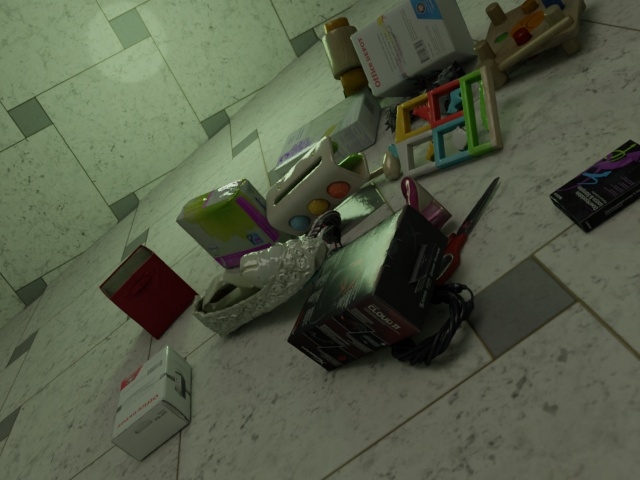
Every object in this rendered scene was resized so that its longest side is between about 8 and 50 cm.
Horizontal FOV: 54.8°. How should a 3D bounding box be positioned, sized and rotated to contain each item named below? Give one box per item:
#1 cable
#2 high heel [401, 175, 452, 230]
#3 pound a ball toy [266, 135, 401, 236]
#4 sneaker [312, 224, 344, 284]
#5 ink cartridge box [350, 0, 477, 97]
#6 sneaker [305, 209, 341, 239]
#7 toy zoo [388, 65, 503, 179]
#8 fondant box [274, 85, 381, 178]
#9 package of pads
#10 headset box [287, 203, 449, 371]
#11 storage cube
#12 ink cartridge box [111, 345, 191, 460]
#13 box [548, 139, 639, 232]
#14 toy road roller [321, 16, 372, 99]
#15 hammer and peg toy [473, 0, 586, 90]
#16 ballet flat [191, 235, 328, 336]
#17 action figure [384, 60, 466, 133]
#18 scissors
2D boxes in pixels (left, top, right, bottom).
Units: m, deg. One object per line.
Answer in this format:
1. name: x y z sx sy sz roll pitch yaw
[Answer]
1. cable: 0.177 0.144 1.042 0.184 0.047 0.150 -16 43 57
2. high heel: 0.194 -0.056 1.316 0.117 0.082 0.244 -47 28 11
3. pound a ball toy: 0.035 -0.123 1.578 0.319 0.208 0.135 -38 46 38
4. sneaker: 0.036 0.036 1.402 0.077 0.072 0.178 -21 44 29
5. ink cartridge box: 0.270 -0.562 1.785 0.270 0.198 0.197 -23 -2 35
6. sneaker: 0.000 0.000 1.510 0.170 0.063 0.075 -49 28 -7
7. toy zoo: 0.275 -0.260 1.440 0.293 0.030 0.192 -16 71 43
8. fondant box: 0.025 -0.322 1.953 0.330 0.096 0.238 -29 27 29
9. package of pads: -0.247 -0.041 1.731 0.296 0.229 0.101 -15 35 45
10. headset box: 0.092 0.084 1.102 0.293 0.110 0.218 -36 21 47
11. storage cube: -0.515 0.150 1.855 0.183 0.193 0.215 -49 25 -14
12. ink cartridge box: -0.385 0.371 1.427 0.158 0.092 0.218 -39 23 7
13. box: 0.470 -0.091 1.009 0.162 0.029 0.116 -38 25 12
14. toy road roller: 0.156 -0.597 2.003 0.241 0.202 0.329 -19 -4 10
15. hammer and peg toy: 0.506 -0.485 1.484 0.266 0.127 0.361 -18 37 41
16. ballet flat: -0.160 0.103 1.418 0.409 0.147 0.147 -37 23 34
17. action figure: 0.275 -0.384 1.692 0.285 0.099 0.185 -9 45 55
18. scissors: 0.276 -0.011 1.180 0.297 0.021 0.109 -45 22 -8
